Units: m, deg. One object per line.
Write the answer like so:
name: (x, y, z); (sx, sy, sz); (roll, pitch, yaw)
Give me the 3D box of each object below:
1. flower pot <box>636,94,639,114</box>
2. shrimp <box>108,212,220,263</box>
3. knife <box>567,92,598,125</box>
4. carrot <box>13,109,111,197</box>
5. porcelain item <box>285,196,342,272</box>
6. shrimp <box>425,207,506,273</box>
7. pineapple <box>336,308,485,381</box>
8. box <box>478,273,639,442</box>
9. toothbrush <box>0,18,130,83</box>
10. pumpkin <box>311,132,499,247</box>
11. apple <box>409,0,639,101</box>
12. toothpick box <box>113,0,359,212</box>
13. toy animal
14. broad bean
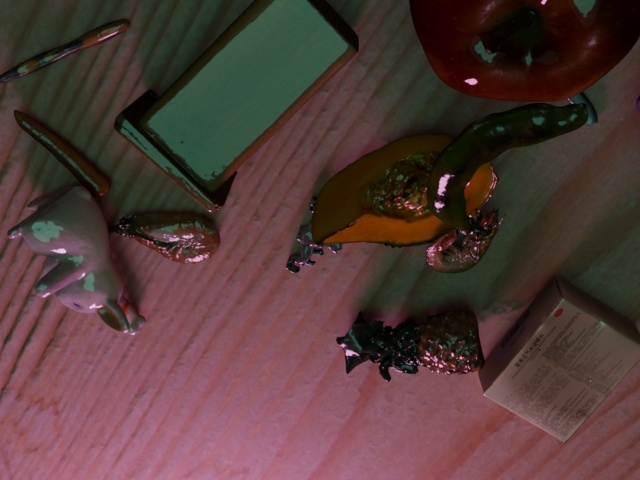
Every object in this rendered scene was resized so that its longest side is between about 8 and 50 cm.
flower pot: (0.566, -0.150, 1.223); (0.265, 0.265, 0.243); (-42, 92, 20)
shrimp: (-0.252, -0.008, 1.471); (0.184, 0.043, 0.091); (11, 117, 0)
knife: (0.336, -0.247, 1.321); (0.028, 0.015, 0.210); (-35, 105, 24)
carrot: (-0.405, -0.138, 1.437); (0.190, 0.037, 0.037); (43, 111, -10)
porcelain item: (0.000, 0.000, 1.458); (0.075, 0.021, 0.136); (21, 114, -3)
shrimp: (0.217, -0.003, 1.401); (0.095, 0.045, 0.162); (15, 139, -11)
pineapple: (0.141, 0.165, 1.476); (0.237, 0.111, 0.119); (-7, 82, 15)
box: (0.380, 0.189, 1.461); (0.168, 0.095, 0.212); (31, 112, -9)
toothbrush: (-0.429, -0.267, 1.384); (0.321, 0.031, 0.023); (-20, 111, 14)
pumpkin: (0.122, -0.057, 1.381); (0.278, 0.111, 0.163); (-31, 139, 4)
apple: (0.261, -0.317, 1.133); (0.288, 0.317, 0.288); (10, 126, 14)
toothpick box: (-0.105, -0.222, 1.294); (0.308, 0.187, 0.190); (-42, 102, 16)
toy animal: (-0.385, 0.054, 1.459); (0.138, 0.140, 0.282); (-15, 110, 0)
broad bean: (0.228, -0.100, 1.233); (0.144, 0.049, 0.292); (12, 142, -15)
